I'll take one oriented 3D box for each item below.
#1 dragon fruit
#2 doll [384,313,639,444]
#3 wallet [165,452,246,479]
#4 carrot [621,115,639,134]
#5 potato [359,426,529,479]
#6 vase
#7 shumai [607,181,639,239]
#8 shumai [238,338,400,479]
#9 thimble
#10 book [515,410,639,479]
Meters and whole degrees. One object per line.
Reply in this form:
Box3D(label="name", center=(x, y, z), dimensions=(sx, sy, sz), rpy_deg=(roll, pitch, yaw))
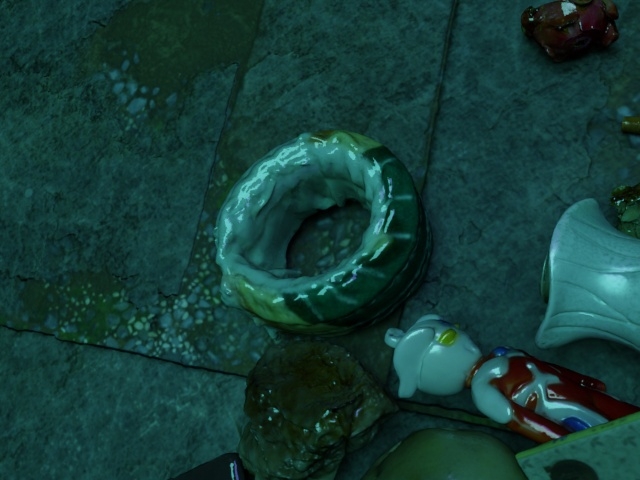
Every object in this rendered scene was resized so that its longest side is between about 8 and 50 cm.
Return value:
Box3D(label="dragon fruit", center=(0.327, -0.275, 1.035), dimensions=(0.126, 0.112, 0.068), rpy_deg=(-1, 87, 19))
Box3D(label="doll", center=(0.249, 0.178, 0.875), dimensions=(0.384, 0.188, 0.099), rpy_deg=(18, 104, 17))
Box3D(label="wallet", center=(-0.140, 0.405, 1.003), dimensions=(0.182, 0.049, 0.229), rpy_deg=(-33, 62, 29))
Box3D(label="carrot", center=(0.433, -0.145, 0.995), dimensions=(0.093, 0.032, 0.032), rpy_deg=(8, 76, 25))
Box3D(label="potato", center=(0.143, 0.363, 0.830), dimensions=(0.243, 0.221, 0.326), rpy_deg=(-16, 71, 5))
Box3D(label="vase", center=(0.449, 0.087, 0.802), dimensions=(0.445, 0.250, 0.250), rpy_deg=(17, 79, 31))
Box3D(label="shumai", center=(0.394, -0.038, 0.945), dimensions=(0.083, 0.080, 0.082), rpy_deg=(-34, 67, 5))
Box3D(label="shumai", center=(0.002, 0.236, 0.964), dimensions=(0.218, 0.184, 0.185), rpy_deg=(10, 115, 47))
Box3D(label="thimble", center=(0.000, 0.000, 1.031), dimensions=(0.288, 0.167, 0.254), rpy_deg=(-39, 63, 4))
Box3D(label="book", center=(0.384, 0.236, 0.711), dimensions=(0.352, 0.035, 0.239), rpy_deg=(-31, 101, 35))
